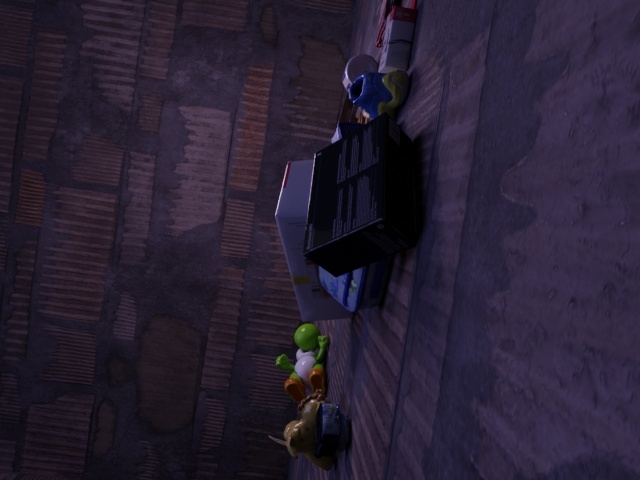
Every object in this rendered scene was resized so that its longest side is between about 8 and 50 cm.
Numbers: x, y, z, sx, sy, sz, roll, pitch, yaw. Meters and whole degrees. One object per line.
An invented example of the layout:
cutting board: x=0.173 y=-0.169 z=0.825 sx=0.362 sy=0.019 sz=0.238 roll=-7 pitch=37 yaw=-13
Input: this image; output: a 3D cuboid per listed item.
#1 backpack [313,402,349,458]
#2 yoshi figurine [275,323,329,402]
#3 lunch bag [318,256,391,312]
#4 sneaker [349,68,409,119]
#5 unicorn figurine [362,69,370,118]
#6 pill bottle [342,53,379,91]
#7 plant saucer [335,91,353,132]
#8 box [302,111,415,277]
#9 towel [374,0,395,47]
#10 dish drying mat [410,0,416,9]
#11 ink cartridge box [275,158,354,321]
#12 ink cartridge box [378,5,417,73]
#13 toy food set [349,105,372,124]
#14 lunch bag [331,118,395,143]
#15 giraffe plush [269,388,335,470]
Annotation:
backpack: x=0.028 y=0.470 z=1.320 sx=0.114 sy=0.084 sz=0.105 roll=-93 pitch=11 yaw=-47
yoshi figurine: x=-0.056 y=0.457 z=2.093 sx=0.362 sy=0.204 sz=0.203 roll=-84 pitch=19 yaw=-70
lunch bag: x=0.075 y=0.033 z=1.139 sx=0.176 sy=0.090 sz=0.218 roll=42 pitch=132 yaw=46
sneaker: x=0.126 y=-0.340 z=1.253 sx=0.240 sy=0.126 sz=0.091 roll=114 pitch=164 yaw=-76
unicorn figurine: x=0.161 y=-0.457 z=1.638 sx=0.111 sy=0.060 sz=0.161 roll=-104 pitch=6 yaw=-64
pill bottle: x=0.133 y=-0.554 z=1.788 sx=0.186 sy=0.112 sz=0.112 roll=-116 pitch=34 yaw=-84
plant saucer: x=0.086 y=-0.431 z=1.892 sx=0.198 sy=0.036 sz=0.198 roll=16 pitch=-90 yaw=-90
box: x=0.075 y=-0.086 z=0.994 sx=0.184 sy=0.103 sz=0.261 roll=-22 pitch=46 yaw=34
towel: x=0.217 y=-0.772 z=1.571 sx=0.237 sy=0.037 sz=0.328 roll=-108 pitch=28 yaw=-87
dish drying mat: x=0.220 y=-0.570 z=1.230 sx=0.032 sy=0.008 sz=0.083 roll=-115 pitch=34 yaw=-82
ink cartridge box: x=0.000 y=0.000 z=1.505 sx=0.279 sy=0.161 sz=0.384 roll=-85 pitch=-12 yaw=-51
ink cartridge box: x=0.180 y=-0.465 z=1.242 sx=0.099 sy=0.056 sz=0.135 roll=-113 pitch=31 yaw=-82
toy food set: x=0.109 y=-0.316 z=1.790 sx=0.219 sy=0.093 sz=0.306 roll=106 pitch=171 yaw=-68
lunch bag: x=0.110 y=-0.130 z=1.301 sx=0.221 sy=0.138 sz=0.293 roll=-156 pitch=61 yaw=-87
giraffe plush: x=-0.019 y=0.515 z=1.490 sx=0.181 sy=0.210 sz=0.170 roll=25 pitch=83 yaw=55
